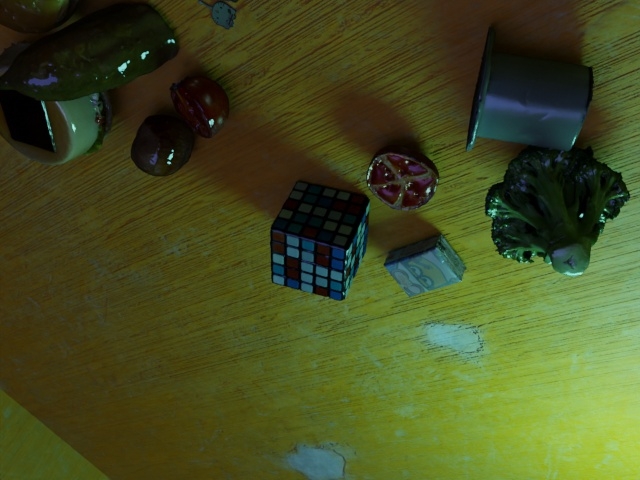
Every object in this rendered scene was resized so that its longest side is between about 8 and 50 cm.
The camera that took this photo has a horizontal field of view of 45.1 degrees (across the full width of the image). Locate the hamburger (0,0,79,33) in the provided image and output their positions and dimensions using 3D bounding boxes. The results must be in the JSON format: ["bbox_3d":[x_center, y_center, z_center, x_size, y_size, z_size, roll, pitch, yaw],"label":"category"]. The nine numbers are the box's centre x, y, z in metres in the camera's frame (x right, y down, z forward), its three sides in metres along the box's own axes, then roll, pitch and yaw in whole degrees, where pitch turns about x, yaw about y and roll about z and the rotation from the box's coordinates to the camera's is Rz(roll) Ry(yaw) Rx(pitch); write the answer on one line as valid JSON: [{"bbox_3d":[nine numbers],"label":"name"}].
[{"bbox_3d":[-0.622,-0.549,1.542,0.319,0.158,0.318,15,138,14],"label":"hamburger"}]

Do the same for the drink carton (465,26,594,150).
[{"bbox_3d":[0.360,-0.240,1.356,0.190,0.191,0.185,14,135,4],"label":"drink carton"}]

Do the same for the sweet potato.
[{"bbox_3d":[-0.485,-0.371,1.583,0.157,0.370,0.157,54,163,24],"label":"sweet potato"}]

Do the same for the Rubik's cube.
[{"bbox_3d":[0.000,0.000,1.759,0.187,0.182,0.184,13,135,14],"label":"Rubik's cube"}]

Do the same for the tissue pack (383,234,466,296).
[{"bbox_3d":[0.242,0.058,1.786,0.155,0.065,0.115,-20,119,40],"label":"tissue pack"}]

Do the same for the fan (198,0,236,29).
[{"bbox_3d":[-0.208,-0.458,1.540,0.083,0.004,0.056,27,138,-2],"label":"fan"}]

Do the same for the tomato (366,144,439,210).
[{"bbox_3d":[0.175,-0.140,1.619,0.156,0.069,0.155,11,134,12],"label":"tomato"}]

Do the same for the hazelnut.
[{"bbox_3d":[-0.359,-0.215,1.766,0.143,0.143,0.154,31,121,-5],"label":"hazelnut"}]

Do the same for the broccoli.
[{"bbox_3d":[0.434,-0.037,1.449,0.254,0.269,0.269,12,138,-7],"label":"broccoli"}]

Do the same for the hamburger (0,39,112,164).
[{"bbox_3d":[-0.620,-0.314,1.764,0.302,0.170,0.302,16,134,17],"label":"hamburger"}]

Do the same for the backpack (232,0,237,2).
[{"bbox_3d":[-0.216,-0.568,1.262,0.317,0.197,0.283,21,132,-26],"label":"backpack"}]

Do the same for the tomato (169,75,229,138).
[{"bbox_3d":[-0.251,-0.298,1.660,0.139,0.091,0.159,56,158,-17],"label":"tomato"}]
